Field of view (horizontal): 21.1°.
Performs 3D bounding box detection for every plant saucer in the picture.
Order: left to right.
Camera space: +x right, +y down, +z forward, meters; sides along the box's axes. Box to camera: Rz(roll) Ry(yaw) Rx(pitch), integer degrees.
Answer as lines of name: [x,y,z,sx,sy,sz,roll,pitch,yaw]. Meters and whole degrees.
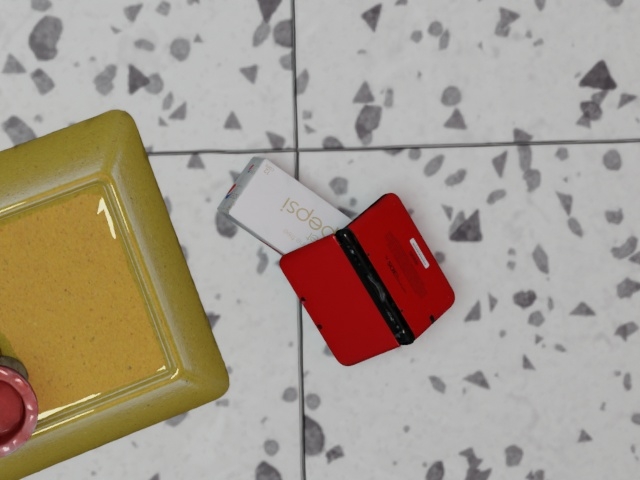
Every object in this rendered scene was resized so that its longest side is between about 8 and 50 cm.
plant saucer: [-0.289,0.072,1.766,0.332,0.081,0.333,-22,99,-12]

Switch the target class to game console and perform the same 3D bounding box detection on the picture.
game console: [0.051,0.041,1.807,0.124,0.085,0.144,-40,108,-31]

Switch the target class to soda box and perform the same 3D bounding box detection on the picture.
soda box: [0.000,0.000,1.838,0.216,0.069,0.074,35,86,-14]

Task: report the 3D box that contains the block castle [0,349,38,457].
block castle: [-0.518,0.150,1.587,0.453,0.213,0.303,-30,99,-2]
